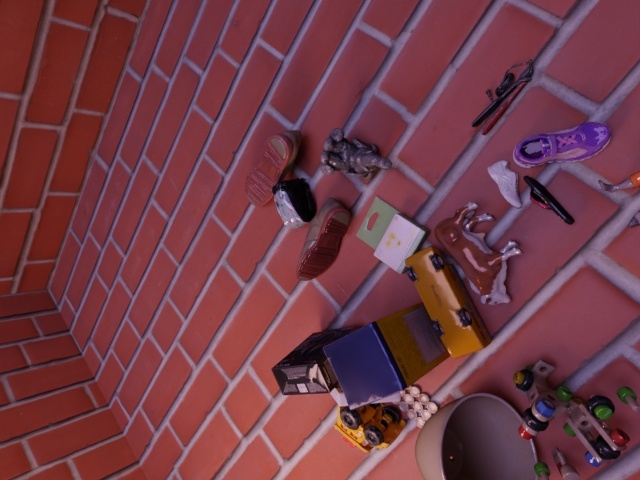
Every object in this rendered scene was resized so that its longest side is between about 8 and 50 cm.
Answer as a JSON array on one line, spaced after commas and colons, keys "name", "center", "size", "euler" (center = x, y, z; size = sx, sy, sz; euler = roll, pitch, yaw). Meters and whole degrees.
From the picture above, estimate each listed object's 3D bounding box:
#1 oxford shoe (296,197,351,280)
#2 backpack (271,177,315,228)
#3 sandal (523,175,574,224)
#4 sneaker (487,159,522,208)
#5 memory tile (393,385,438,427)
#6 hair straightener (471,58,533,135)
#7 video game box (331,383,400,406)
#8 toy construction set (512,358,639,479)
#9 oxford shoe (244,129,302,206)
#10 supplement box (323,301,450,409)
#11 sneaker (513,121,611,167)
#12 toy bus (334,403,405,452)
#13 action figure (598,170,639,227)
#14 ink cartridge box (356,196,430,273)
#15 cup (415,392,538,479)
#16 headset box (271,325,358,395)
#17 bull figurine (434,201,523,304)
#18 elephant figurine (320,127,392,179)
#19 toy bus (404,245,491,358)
[{"name": "oxford shoe", "center": [0.000, 0.000, 1.636], "size": [0.348, 0.123, 0.130], "euler": [-58, 35, 25]}, {"name": "backpack", "center": [-0.101, -0.138, 1.675], "size": [0.115, 0.152, 0.181], "euler": [-25, 90, 41]}, {"name": "sandal", "center": [0.613, -0.105, 1.194], "size": [0.179, 0.067, 0.040], "euler": [55, 132, 18]}, {"name": "sneaker", "center": [0.540, -0.162, 1.249], "size": [0.061, 0.054, 0.152], "euler": [-34, 73, 30]}, {"name": "memory tile", "center": [0.317, 0.548, 1.477], "size": [0.148, 0.012, 0.113], "euler": [39, 114, 29]}, {"name": "hair straightener", "center": [0.515, -0.421, 1.255], "size": [0.089, 0.047, 0.230], "euler": [47, 117, 24]}, {"name": "video game box", "center": [0.135, 0.488, 1.446], "size": [0.187, 0.205, 0.048], "euler": [169, 101, -76]}, {"name": "toy construction set", "center": [0.632, 0.472, 1.165], "size": [0.258, 0.237, 0.308], "euler": [-1, 111, 7]}, {"name": "oxford shoe", "center": [-0.180, -0.277, 1.734], "size": [0.140, 0.146, 0.397], "euler": [47, 137, 2]}, {"name": "supplement box", "center": [0.211, 0.339, 1.328], "size": [0.195, 0.357, 0.194], "euler": [-35, 72, 32]}, {"name": "sneaker", "center": [0.625, -0.251, 1.150], "size": [0.237, 0.105, 0.095], "euler": [-10, 85, 35]}, {"name": "toy bus", "center": [0.158, 0.660, 1.529], "size": [0.220, 0.149, 0.211], "euler": [30, 123, 28]}, {"name": "action figure", "center": [0.840, -0.179, 1.002], "size": [0.330, 0.179, 0.341], "euler": [-36, 45, 25]}, {"name": "ink cartridge box", "center": [0.230, -0.021, 1.483], "size": [0.235, 0.056, 0.171], "euler": [37, 114, 27]}, {"name": "cup", "center": [0.410, 0.622, 1.259], "size": [0.237, 0.331, 0.331], "euler": [-43, 66, 58]}, {"name": "headset box", "center": [0.009, 0.409, 1.527], "size": [0.218, 0.293, 0.110], "euler": [-19, 97, 39]}, {"name": "bull figurine", "center": [0.471, 0.039, 1.283], "size": [0.188, 0.101, 0.310], "euler": [-46, 69, 24]}, {"name": "elephant figurine", "center": [0.130, -0.274, 1.490], "size": [0.240, 0.186, 0.169], "euler": [15, 140, 9]}, {"name": "toy bus", "center": [0.387, 0.182, 1.332], "size": [0.108, 0.130, 0.332], "euler": [-33, 74, 34]}]
